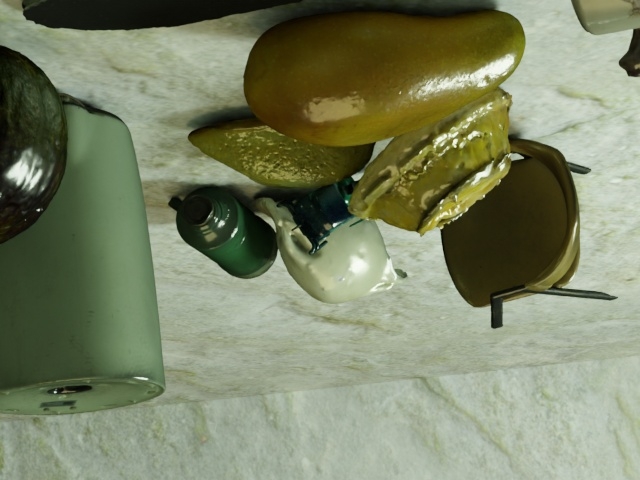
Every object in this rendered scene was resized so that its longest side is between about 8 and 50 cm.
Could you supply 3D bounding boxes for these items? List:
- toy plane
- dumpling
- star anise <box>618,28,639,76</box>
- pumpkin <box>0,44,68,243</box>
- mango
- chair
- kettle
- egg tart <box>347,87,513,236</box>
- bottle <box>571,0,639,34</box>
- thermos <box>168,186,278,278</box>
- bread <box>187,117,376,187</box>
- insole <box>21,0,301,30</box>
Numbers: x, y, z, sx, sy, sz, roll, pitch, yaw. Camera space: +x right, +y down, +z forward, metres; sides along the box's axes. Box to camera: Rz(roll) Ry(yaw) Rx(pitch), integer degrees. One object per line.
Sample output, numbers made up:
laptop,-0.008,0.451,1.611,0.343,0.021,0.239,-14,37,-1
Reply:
toy plane,0.020,-0.041,1.761,0.096,0.060,0.235,-34,179,12
dumpling,0.000,-0.004,1.945,0.111,0.181,0.155,-38,-152,-12
star anise,0.307,-0.173,1.249,0.209,0.089,0.231,-25,-169,-8
pumpkin,-0.308,-0.067,1.369,0.238,0.159,0.238,-5,172,-1
mango,0.051,-0.132,1.395,0.227,0.099,0.136,-11,162,-14
chair,0.209,-0.014,1.835,0.172,0.159,0.247,-13,167,20
kettle,-0.237,0.023,1.575,0.165,0.255,0.240,-4,166,-18
egg tart,0.112,-0.063,1.627,0.191,0.074,0.191,-36,170,-8
bottle,0.271,-0.202,1.124,0.233,0.110,0.110,-9,167,19
thermos,-0.105,-0.016,1.908,0.073,0.083,0.188,-29,162,6
bread,-0.039,-0.076,1.674,0.188,0.065,0.149,0,172,-32
insole,-0.064,-0.184,1.285,0.309,0.012,0.110,-9,166,12
